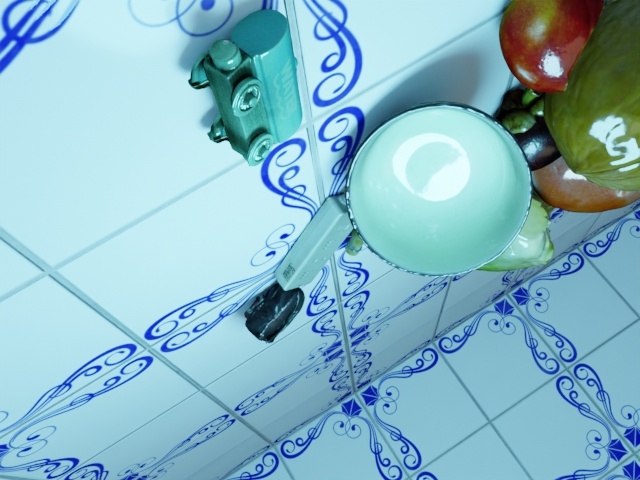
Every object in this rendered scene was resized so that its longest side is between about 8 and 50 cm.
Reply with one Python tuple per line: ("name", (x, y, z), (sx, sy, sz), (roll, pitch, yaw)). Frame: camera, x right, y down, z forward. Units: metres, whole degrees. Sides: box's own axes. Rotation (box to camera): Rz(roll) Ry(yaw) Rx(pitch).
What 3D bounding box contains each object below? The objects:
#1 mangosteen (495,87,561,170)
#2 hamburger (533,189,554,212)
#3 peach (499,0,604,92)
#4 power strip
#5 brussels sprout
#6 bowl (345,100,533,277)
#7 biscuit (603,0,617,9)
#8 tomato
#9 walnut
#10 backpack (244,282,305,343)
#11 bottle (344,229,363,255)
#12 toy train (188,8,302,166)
("mangosteen", (0.483, -0.270, 1.482), (0.194, 0.194, 0.230), (-35, 133, 0))
("hamburger", (0.676, -0.157, 2.001), (0.259, 0.145, 0.283), (-10, 152, -51))
("peach", (0.423, -0.370, 1.154), (0.190, 0.192, 0.190), (-32, -174, 3))
("power strip", (0.000, 0.000, 1.482), (0.098, 0.058, 0.338), (-11, 147, -44))
("brussels sprout", (0.481, -0.048, 1.744), (0.343, 0.269, 0.344), (5, 173, 1))
("bowl", (0.233, -0.121, 1.292), (0.354, 0.354, 0.185), (-46, -170, 24))
("biscuit", (0.702, -0.492, 1.316), (0.160, 0.030, 0.249), (23, 153, -20))
("tomato", (0.693, -0.232, 1.645), (0.341, 0.341, 0.272), (-39, 143, 11))
("walnut", (0.641, -0.291, 1.286), (0.398, 0.354, 0.308), (-56, -161, 5))
("backpack", (-0.116, 0.173, 1.610), (0.165, 0.105, 0.120), (-52, 169, -9))
("bottle", (0.113, -0.049, 1.514), (0.083, 0.083, 0.270), (-21, 157, -29))
("toy train", (-0.090, -0.211, 0.913), (0.159, 0.101, 0.248), (-45, 161, -16))
